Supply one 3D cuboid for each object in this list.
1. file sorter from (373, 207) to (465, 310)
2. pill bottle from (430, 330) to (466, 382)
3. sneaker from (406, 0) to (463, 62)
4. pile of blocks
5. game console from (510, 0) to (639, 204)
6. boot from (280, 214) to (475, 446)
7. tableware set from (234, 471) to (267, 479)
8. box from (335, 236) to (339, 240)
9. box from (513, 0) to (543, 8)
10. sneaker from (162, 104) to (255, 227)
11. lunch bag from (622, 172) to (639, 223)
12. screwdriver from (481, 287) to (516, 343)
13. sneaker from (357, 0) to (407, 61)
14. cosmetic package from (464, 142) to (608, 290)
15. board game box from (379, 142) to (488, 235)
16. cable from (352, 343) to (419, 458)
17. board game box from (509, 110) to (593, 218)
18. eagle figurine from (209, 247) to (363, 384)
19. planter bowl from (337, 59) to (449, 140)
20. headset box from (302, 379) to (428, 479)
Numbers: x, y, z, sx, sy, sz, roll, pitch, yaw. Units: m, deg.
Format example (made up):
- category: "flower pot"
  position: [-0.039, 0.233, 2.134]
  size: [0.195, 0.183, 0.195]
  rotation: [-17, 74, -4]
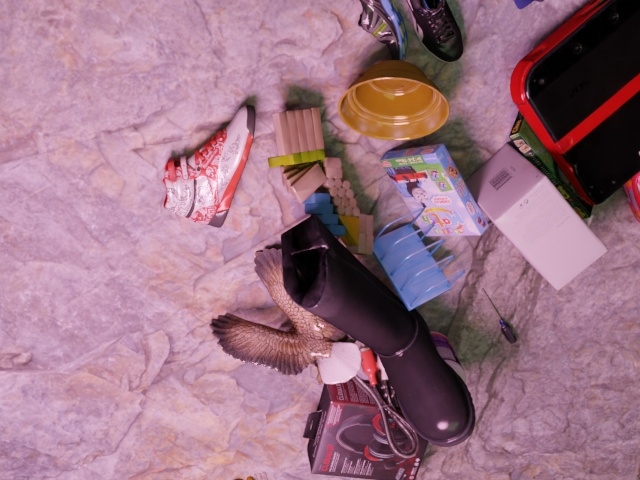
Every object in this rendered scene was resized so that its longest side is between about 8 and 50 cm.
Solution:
- category: "file sorter"
  position: [0.203, 0.036, 1.604]
  size: [0.118, 0.104, 0.170]
  rotation: [-24, 74, -27]
- category: "pill bottle"
  position: [0.270, 0.300, 1.750]
  size: [0.108, 0.193, 0.108]
  rotation: [-3, 115, -6]
- category: "sneaker"
  position: [0.216, -0.422, 1.457]
  size: [0.079, 0.121, 0.216]
  rotation: [-31, 114, 8]
- category: "pile of blocks"
  position: [-0.021, -0.105, 1.569]
  size: [0.149, 0.113, 0.362]
  rotation: [-42, 114, -32]
- category: "game console"
  position: [0.603, -0.312, 1.544]
  size: [0.387, 0.060, 0.342]
  rotation: [-40, 109, 0]
- category: "boot"
  position: [0.113, 0.187, 1.515]
  size: [0.146, 0.367, 0.445]
  rotation: [-36, 135, 8]
- category: "tableware set"
  position: [-0.171, 0.663, 1.955]
  size: [0.104, 0.024, 0.154]
  rotation: [-13, 115, -1]
- category: "box"
  position: [0.000, 0.000, 1.678]
  size: [0.067, 0.018, 0.083]
  rotation: [22, 109, -15]
- category: "box"
  position: [0.454, -0.559, 1.472]
  size: [0.225, 0.036, 0.136]
  rotation: [-33, 114, 10]
- category: "sneaker"
  position: [-0.231, -0.159, 1.540]
  size: [0.145, 0.090, 0.270]
  rotation: [15, 114, -16]
- category: "lunch bag"
  position: [0.819, -0.131, 1.670]
  size: [0.293, 0.120, 0.258]
  rotation: [-29, 118, 9]
- category: "screwdriver"
  position: [0.422, 0.175, 1.812]
  size: [0.025, 0.024, 0.169]
  rotation: [-37, 109, -22]
- category: "sneaker"
  position: [0.116, -0.421, 1.486]
  size: [0.078, 0.067, 0.188]
  rotation: [-17, 119, 24]
- category: "cosmetic package"
  position: [0.440, -0.052, 1.595]
  size: [0.138, 0.224, 0.225]
  rotation: [-44, 111, 12]
- category: "board game box"
  position: [0.236, -0.100, 1.593]
  size: [0.039, 0.160, 0.211]
  rotation: [-49, 118, -28]
- category: "cable"
  position: [0.144, 0.350, 1.739]
  size: [0.140, 0.287, 0.072]
  rotation: [-3, 150, -13]
- category: "board game box"
  position: [0.495, -0.176, 1.604]
  size: [0.260, 0.136, 0.030]
  rotation: [44, 145, -21]
- category: "eagle figurine"
  position: [-0.061, 0.193, 1.670]
  size: [0.225, 0.226, 0.298]
  rotation: [-33, 121, 30]
- category: "planter bowl"
  position: [0.144, -0.290, 1.504]
  size: [0.217, 0.090, 0.217]
  rotation: [4, 156, 2]
- category: "headset box"
  position: [0.106, 0.457, 1.847]
  size: [0.294, 0.110, 0.218]
  rotation: [10, 113, -11]
